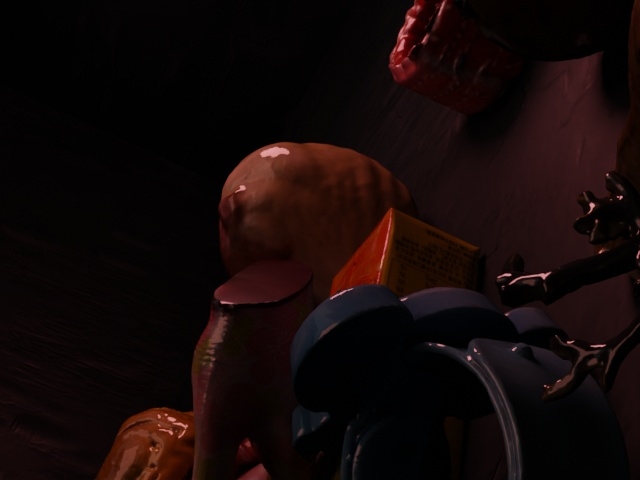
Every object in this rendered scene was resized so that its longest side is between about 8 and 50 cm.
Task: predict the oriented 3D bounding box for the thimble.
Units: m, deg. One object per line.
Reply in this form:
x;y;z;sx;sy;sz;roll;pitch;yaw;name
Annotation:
0.170;-0.247;0.995;0.163;0.124;0.189;-64;11;11;thimble

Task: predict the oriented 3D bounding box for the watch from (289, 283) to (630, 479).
0.085;0.139;0.510;0.211;0.210;0.193;-59;36;33;watch

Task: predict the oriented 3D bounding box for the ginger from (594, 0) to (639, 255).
0.193;-0.089;0.428;0.334;0.081;0.148;72;-170;-58;ginger

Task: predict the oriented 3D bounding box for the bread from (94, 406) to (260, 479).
-0.201;0.383;1.040;0.328;0.147;0.337;-69;-23;-8;bread

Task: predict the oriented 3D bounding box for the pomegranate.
0.222;-0.268;0.698;0.247;0.202;0.202;-37;15;5;pomegranate

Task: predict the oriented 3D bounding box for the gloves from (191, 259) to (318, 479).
-0.044;0.146;0.653;0.145;0.126;0.241;-104;8;-70;gloves

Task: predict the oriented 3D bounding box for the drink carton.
0.053;0.157;0.741;0.155;0.111;0.351;126;163;-49;drink carton

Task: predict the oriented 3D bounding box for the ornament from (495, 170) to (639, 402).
0.165;0.049;0.337;0.236;0.080;0.202;-7;48;51;ornament

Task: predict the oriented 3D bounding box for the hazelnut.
0.000;0.000;1.029;0.261;0.261;0.241;-63;25;12;hazelnut
